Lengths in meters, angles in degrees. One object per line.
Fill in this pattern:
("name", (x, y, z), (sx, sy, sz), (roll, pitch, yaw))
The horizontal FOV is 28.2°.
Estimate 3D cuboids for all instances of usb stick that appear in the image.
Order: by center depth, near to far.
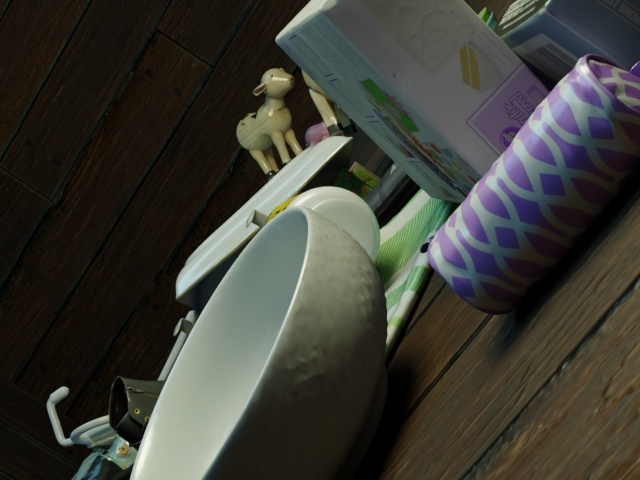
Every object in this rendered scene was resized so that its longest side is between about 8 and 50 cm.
("usb stick", (0.129, -0.105, 1.686), (0.278, 0.045, 0.077), (-51, 8, 44))

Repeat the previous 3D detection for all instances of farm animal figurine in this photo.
("farm animal figurine", (0.017, -0.244, 1.994), (0.330, 0.172, 0.327), (-26, -2, -4))

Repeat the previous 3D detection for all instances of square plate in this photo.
("square plate", (-0.091, -0.027, 1.967), (0.344, 0.049, 0.347), (-44, -4, -4))

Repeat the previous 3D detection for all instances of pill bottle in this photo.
("pill bottle", (0.000, 0.000, 1.460), (0.117, 0.117, 0.215), (-58, 7, -7))

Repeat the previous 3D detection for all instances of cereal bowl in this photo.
("cereal bowl", (-0.041, 0.147, 1.147), (0.339, 0.141, 0.339), (-54, 17, 25))

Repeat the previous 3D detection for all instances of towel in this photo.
("towel", (0.058, 0.067, 1.392), (0.325, 0.038, 0.248), (-61, 8, -34))

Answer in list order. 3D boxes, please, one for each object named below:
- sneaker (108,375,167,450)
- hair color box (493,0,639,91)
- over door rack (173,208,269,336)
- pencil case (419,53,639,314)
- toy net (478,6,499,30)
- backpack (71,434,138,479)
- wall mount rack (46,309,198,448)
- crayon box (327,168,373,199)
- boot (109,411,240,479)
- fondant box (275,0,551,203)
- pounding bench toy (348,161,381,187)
("sneaker", (-0.182, 0.259, 1.521), (0.083, 0.118, 0.222), (-54, 43, 27))
("hair color box", (0.294, -0.293, 1.015), (0.374, 0.113, 0.185), (-56, 6, -3))
("over door rack", (-0.088, 0.147, 1.675), (0.239, 0.108, 0.324), (-55, 27, 26))
("pencil case", (0.162, -0.037, 0.908), (0.088, 0.086, 0.206), (-17, -30, -54))
("toy net", (0.187, -0.224, 1.841), (0.232, 0.045, 0.122), (-58, 6, -11))
("backpack", (-0.300, 0.387, 1.978), (0.144, 0.166, 0.188), (-56, 9, -18))
("wall mount rack", (-0.266, 0.248, 2.097), (0.304, 0.130, 0.350), (-27, -19, 15))
("crayon box", (0.002, 0.022, 1.857), (0.165, 0.081, 0.278), (-54, 6, 24))
("boot", (-0.179, 0.314, 1.325), (0.348, 0.131, 0.260), (-45, 4, 35))
("fondant box", (0.088, -0.145, 1.175), (0.096, 0.238, 0.330), (-46, 9, -1))
("pounding bench toy", (0.057, -0.081, 2.099), (0.083, 0.052, 0.065), (-57, 6, 3))
